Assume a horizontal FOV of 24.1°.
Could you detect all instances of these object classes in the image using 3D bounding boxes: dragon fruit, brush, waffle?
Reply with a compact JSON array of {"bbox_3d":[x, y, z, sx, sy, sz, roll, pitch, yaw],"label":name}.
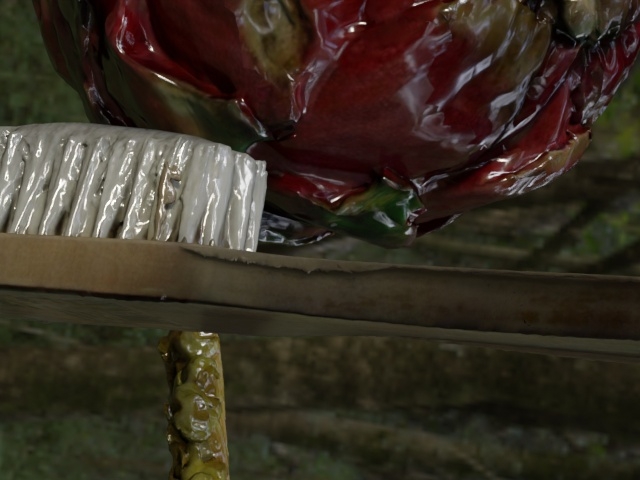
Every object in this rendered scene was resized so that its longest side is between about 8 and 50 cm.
[{"bbox_3d":[0.011,-0.146,0.746,0.329,0.329,0.329,7,90,-71],"label":"dragon fruit"},{"bbox_3d":[0.000,0.000,0.457,0.070,0.327,0.065,34,63,-62],"label":"brush"},{"bbox_3d":[-0.087,0.193,1.083,0.245,0.052,0.254,92,-7,-46],"label":"waffle"}]
